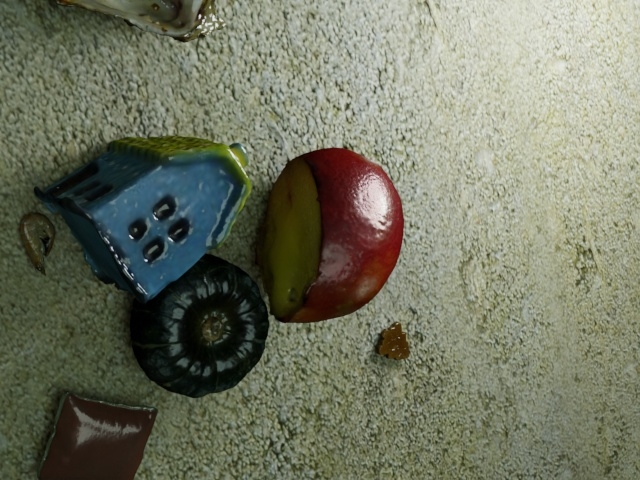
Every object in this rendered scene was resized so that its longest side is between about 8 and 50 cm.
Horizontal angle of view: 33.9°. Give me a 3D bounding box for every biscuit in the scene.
[{"bbox_3d":[0.156,0.216,2.190,0.092,0.016,0.082,43,72,-33],"label":"biscuit"}]

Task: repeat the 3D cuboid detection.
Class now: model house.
[{"bbox_3d":[-0.269,-0.065,1.727,0.303,0.237,0.215,-36,117,-22],"label":"model house"}]

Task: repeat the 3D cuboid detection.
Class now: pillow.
[{"bbox_3d":[-0.392,0.352,1.835,0.179,0.075,0.171,16,97,-31],"label":"pillow"}]

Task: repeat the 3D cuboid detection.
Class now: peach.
[{"bbox_3d":[0.000,0.000,1.880,0.338,0.281,0.281,-52,124,-35],"label":"peach"}]

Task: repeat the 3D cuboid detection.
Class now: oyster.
[{"bbox_3d":[-0.308,-0.453,1.708,0.361,0.096,0.221,13,88,-34],"label":"oyster"}]

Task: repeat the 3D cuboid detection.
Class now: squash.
[{"bbox_3d":[-0.212,0.148,1.851,0.252,0.165,0.252,-8,105,-31],"label":"squash"}]

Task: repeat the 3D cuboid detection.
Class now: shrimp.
[{"bbox_3d":[-0.464,0.004,1.748,0.059,0.023,0.108,-29,115,-34],"label":"shrimp"}]
